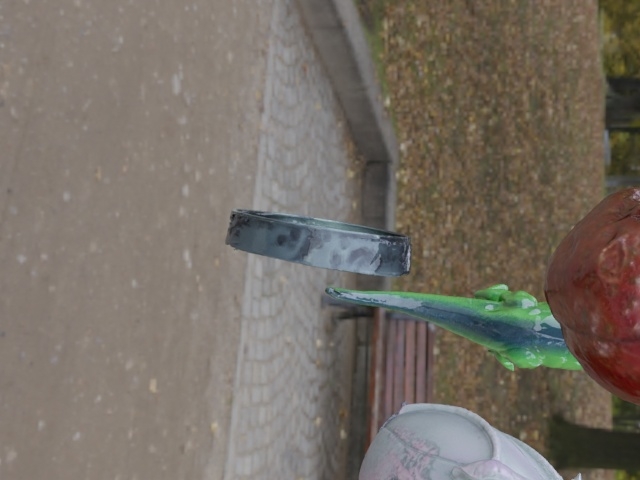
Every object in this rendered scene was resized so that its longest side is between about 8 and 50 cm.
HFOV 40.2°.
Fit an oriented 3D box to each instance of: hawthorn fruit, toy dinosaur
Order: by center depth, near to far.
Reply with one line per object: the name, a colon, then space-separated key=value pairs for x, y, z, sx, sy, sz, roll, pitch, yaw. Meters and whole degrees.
hawthorn fruit: x=0.382 y=0.061 z=0.991 sx=0.262 sy=0.258 sz=0.258 roll=23 pitch=68 yaw=-67
toy dinosaur: x=0.296 y=0.142 z=1.284 sx=0.374 sy=0.500 sz=0.144 roll=7 pitch=-91 yaw=61

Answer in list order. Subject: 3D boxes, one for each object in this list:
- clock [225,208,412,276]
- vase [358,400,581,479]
clock: x=0.000 y=0.000 z=1.040 sx=0.226 sy=0.226 sz=0.049 roll=-12 pitch=112 yaw=-77
vase: x=0.245 y=0.382 z=1.143 sx=0.250 sy=0.445 sz=0.249 roll=-8 pitch=105 yaw=-32
